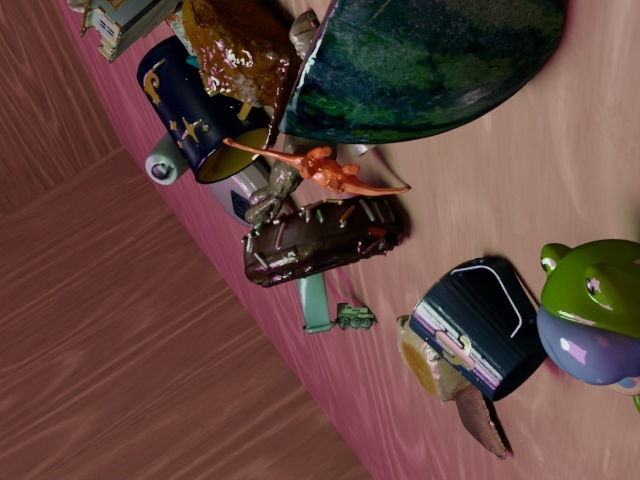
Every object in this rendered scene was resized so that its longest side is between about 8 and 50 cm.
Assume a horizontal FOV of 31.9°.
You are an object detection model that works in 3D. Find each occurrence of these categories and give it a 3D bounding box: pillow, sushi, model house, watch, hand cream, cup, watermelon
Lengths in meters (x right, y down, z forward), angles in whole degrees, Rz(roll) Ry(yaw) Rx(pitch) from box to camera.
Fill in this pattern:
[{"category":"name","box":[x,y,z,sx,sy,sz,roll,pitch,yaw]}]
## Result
[{"category":"pillow","box":[0.261,0.281,1.928,0.135,0.034,0.211,46,162,54]},{"category":"sushi","box":[-0.118,-0.296,1.711,0.296,0.167,0.179,44,148,14]},{"category":"model house","box":[-0.188,-0.352,1.951,0.149,0.100,0.127,59,169,-15]},{"category":"watch","box":[-0.023,0.092,2.319,0.237,0.068,0.195,-107,8,-54]},{"category":"hand cream","box":[-0.259,-0.214,2.280,0.067,0.321,0.109,-15,115,31]},{"category":"cup","box":[-0.200,-0.285,2.142,0.256,0.255,0.178,57,-154,14]},{"category":"cup","box":[0.222,0.110,1.479,0.155,0.131,0.176,48,140,22]},{"category":"model house","box":[-0.319,-0.446,1.786,0.206,0.271,0.178,44,164,-5]},{"category":"watermelon","box":[0.120,-0.208,1.013,0.222,0.319,0.292,24,180,-11]}]

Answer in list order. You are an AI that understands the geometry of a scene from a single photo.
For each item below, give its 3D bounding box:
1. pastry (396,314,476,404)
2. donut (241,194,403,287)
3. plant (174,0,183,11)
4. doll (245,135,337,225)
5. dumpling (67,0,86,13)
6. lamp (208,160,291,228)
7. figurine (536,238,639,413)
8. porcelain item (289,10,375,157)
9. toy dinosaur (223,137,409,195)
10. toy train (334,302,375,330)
[{"category":"pastry","box":[0.191,0.184,1.797,0.166,0.088,0.166,54,161,29]},{"category":"donut","box":[0.000,0.000,1.756,0.270,0.269,0.103,143,110,-78]},{"category":"plant","box":[-0.281,-0.439,2.025,0.092,0.143,0.094,-80,-35,-74]},{"category":"doll","box":[-0.054,-0.101,1.800,0.091,0.286,0.202,34,-149,-5]},{"category":"dumpling","box":[-0.369,-0.539,1.957,0.227,0.175,0.243,4,119,32]},{"category":"lamp","box":[-0.143,-0.102,2.379,0.246,0.108,0.179,43,159,28]},{"category":"figurine","box":[0.309,0.102,1.066,0.263,0.143,0.162,44,-178,-22]},{"category":"porcelain item","box":[0.018,-0.220,1.575,0.213,0.054,0.084,60,167,-5]},{"category":"toy dinosaur","box":[-0.009,-0.107,1.622,0.279,0.055,0.101,24,171,0]},{"category":"toy train","box":[0.071,0.157,2.286,0.033,0.083,0.053,85,-173,-65]}]
